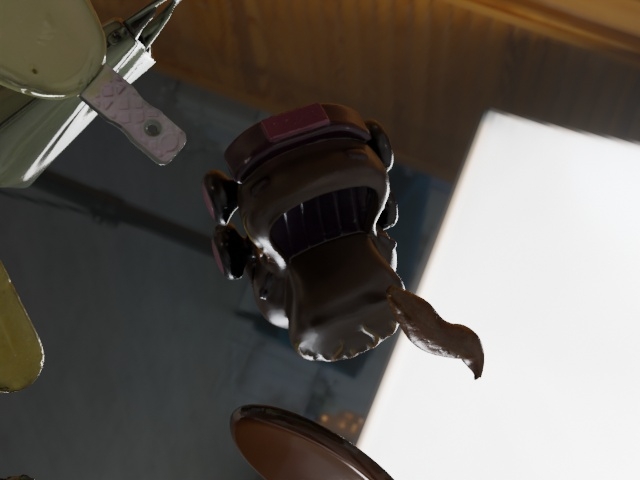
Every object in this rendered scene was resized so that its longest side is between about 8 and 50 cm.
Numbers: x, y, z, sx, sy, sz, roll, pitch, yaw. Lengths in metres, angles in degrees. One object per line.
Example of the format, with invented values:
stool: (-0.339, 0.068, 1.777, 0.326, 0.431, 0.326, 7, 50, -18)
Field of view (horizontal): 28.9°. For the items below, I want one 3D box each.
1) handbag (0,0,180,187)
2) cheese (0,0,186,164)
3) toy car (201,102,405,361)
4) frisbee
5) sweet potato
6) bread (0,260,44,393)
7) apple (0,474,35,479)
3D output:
handbag: (-0.272, -0.183, 1.462, 0.315, 0.109, 0.241, -33, -176, 0)
cheese: (-0.229, -0.161, 1.145, 0.127, 0.255, 0.050, -48, -162, -3)
toy car: (0.000, 0.000, 1.693, 0.340, 0.271, 0.240, 82, -15, -49)
frisbee: (-0.003, 0.277, 1.473, 0.021, 0.251, 0.251, -57, 164, -28)
sweet potato: (0.146, 0.116, 1.599, 0.202, 0.058, 0.055, 34, 61, -33)
bread: (-0.443, 0.085, 1.589, 0.102, 0.094, 0.245, -35, 111, -35)
apple: (-0.330, 0.442, 1.685, 0.179, 0.346, 0.254, -64, -170, 5)
